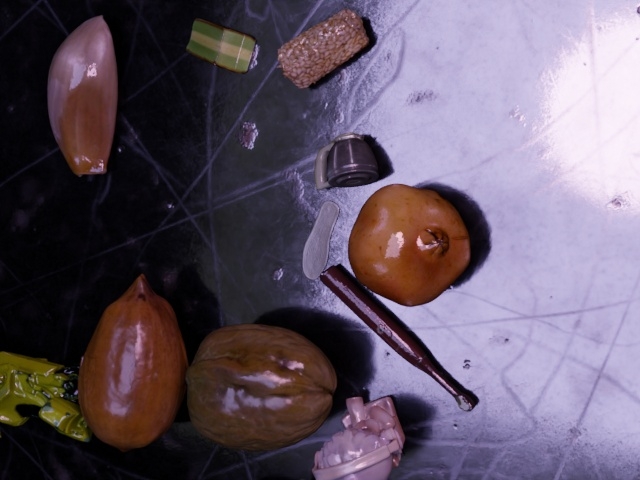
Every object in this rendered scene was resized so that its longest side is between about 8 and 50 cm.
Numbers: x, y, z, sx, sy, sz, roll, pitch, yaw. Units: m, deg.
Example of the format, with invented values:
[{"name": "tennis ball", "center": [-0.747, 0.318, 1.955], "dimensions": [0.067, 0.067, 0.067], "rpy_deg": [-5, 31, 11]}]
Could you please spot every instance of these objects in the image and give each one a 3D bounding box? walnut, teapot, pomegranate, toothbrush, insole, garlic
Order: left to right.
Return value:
[{"name": "garlic", "center": [-0.468, -0.278, 2.043], "dimensions": [0.143, 0.112, 0.318], "rpy_deg": [6, 107, 17]}, {"name": "walnut", "center": [-0.348, 0.229, 1.976], "dimensions": [0.209, 0.209, 0.336], "rpy_deg": [10, 97, 20]}, {"name": "walnut", "center": [-0.104, 0.265, 1.872], "dimensions": [0.283, 0.283, 0.227], "rpy_deg": [3, 64, 20]}, {"name": "insole", "center": [0.000, 0.000, 1.931], "dimensions": [0.053, 0.002, 0.152], "rpy_deg": [23, 102, 18]}, {"name": "teapot", "center": [0.039, -0.144, 1.863], "dimensions": [0.124, 0.092, 0.091], "rpy_deg": [-10, 74, 15]}, {"name": "toothbrush", "center": [0.137, 0.177, 1.875], "dimensions": [0.364, 0.041, 0.041], "rpy_deg": [44, 107, 12]}, {"name": "pomegranate", "center": [0.145, 0.008, 1.772], "dimensions": [0.209, 0.209, 0.209], "rpy_deg": [2, 95, 20]}]

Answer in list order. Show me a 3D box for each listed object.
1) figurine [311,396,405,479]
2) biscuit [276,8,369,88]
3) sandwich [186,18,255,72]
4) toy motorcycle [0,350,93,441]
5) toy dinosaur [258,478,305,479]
[{"name": "figurine", "center": [0.069, 0.360, 1.815], "dimensions": [0.162, 0.237, 0.141], "rpy_deg": [-23, 93, 23]}, {"name": "biscuit", "center": [0.004, -0.344, 1.866], "dimensions": [0.168, 0.082, 0.070], "rpy_deg": [-31, 58, 20]}, {"name": "sandwich", "center": [-0.189, -0.368, 1.972], "dimensions": [0.116, 0.074, 0.074], "rpy_deg": [32, 107, 49]}, {"name": "toy motorcycle", "center": [-0.597, 0.319, 2.105], "dimensions": [0.342, 0.142, 0.206], "rpy_deg": [12, 100, 21]}, {"name": "toy dinosaur", "center": [0.006, 0.475, 1.912], "dimensions": [0.292, 0.079, 0.120], "rpy_deg": [12, 139, 15]}]
